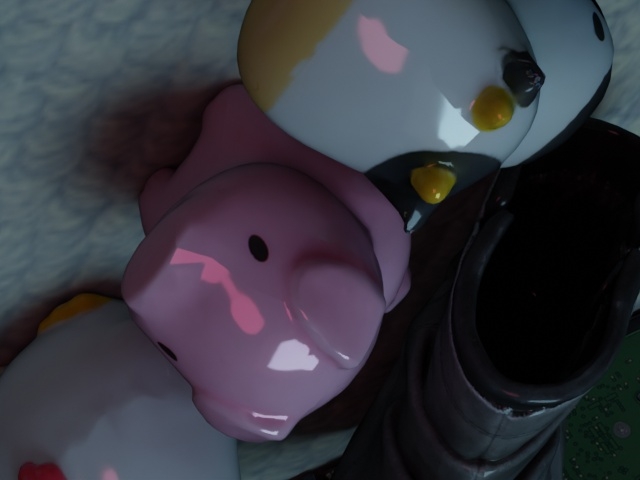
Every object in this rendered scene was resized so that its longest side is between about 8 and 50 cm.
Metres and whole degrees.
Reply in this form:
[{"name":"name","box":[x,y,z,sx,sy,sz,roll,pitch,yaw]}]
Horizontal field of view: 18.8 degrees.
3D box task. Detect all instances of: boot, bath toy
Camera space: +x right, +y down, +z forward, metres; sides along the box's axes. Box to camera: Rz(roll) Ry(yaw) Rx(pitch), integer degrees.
[{"name":"boot","box":[0.039,0.114,0.711,0.118,0.338,0.223,18,135,-2]},{"name":"bath toy","box":[0.000,0.000,0.627,0.151,0.129,0.348,5,132,-47]}]

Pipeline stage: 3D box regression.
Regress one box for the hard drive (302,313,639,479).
[{"name":"hard drive","box":[0.156,0.208,0.857,0.237,0.339,0.064,-25,150,-17]}]
